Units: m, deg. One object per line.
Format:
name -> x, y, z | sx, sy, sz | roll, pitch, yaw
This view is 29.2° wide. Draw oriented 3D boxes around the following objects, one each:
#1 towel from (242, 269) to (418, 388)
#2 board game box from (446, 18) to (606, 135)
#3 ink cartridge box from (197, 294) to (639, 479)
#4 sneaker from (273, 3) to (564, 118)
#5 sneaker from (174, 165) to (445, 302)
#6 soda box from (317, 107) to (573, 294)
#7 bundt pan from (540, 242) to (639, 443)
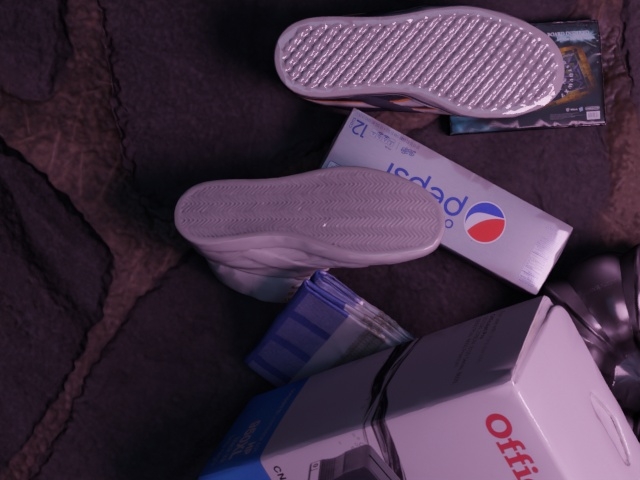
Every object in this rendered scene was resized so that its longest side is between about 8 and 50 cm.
towel -> 0.067, 0.162, 1.385 | 0.285, 0.209, 0.034 | 33, 48, -3
board game box -> 0.239, -0.192, 1.447 | 0.186, 0.026, 0.126 | -4, 91, -1
ink cartridge box -> 0.118, 0.263, 1.273 | 0.394, 0.166, 0.285 | -24, 106, 32
sneaker -> 0.108, -0.204, 1.392 | 0.321, 0.127, 0.126 | 5, 94, -2
sneaker -> 0.000, 0.000, 1.374 | 0.292, 0.169, 0.108 | 3, 66, 13
soda box -> 0.137, -0.043, 1.412 | 0.286, 0.098, 0.091 | 29, 89, -3
bundt pan -> 0.354, 0.152, 1.348 | 0.330, 0.124, 0.331 | -4, 77, 19
